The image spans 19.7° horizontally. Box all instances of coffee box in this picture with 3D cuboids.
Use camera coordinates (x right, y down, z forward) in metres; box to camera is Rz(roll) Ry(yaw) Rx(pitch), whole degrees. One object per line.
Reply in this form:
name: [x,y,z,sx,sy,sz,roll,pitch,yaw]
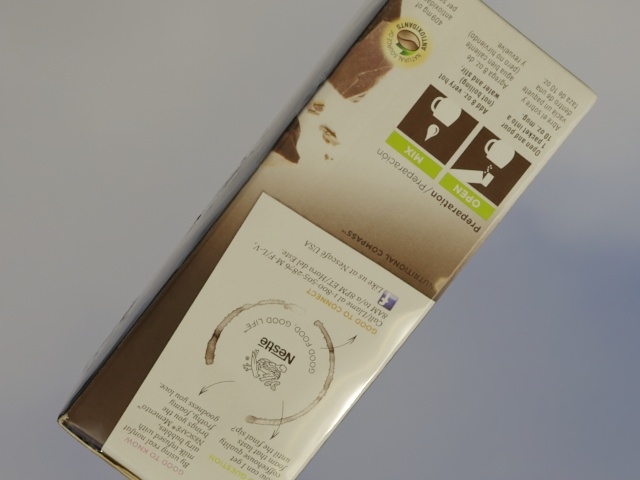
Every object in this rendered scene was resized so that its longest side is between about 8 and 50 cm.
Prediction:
coffee box: [0.000,0.000,0.992,0.119,0.297,0.168,37,-176,-6]
